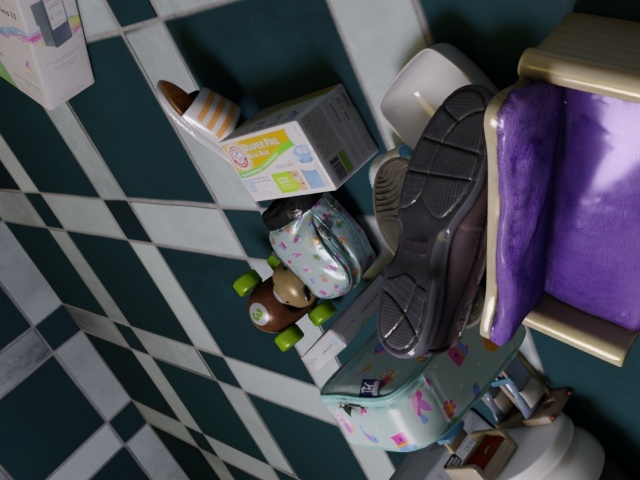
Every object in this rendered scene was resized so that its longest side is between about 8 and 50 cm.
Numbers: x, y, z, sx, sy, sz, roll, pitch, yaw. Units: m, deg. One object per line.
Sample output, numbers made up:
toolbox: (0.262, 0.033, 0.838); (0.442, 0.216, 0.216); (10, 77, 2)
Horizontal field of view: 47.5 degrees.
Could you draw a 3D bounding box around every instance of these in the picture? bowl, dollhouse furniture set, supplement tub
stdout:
bowl: (0.153, -0.156, 0.854); (0.142, 0.053, 0.142); (47, 147, 1)
dollhouse furniture set: (0.251, 0.250, 1.076); (0.129, 0.183, 0.129); (49, 149, -4)
supplement tub: (0.381, 0.404, 1.090); (0.272, 0.191, 0.191); (48, 149, -4)

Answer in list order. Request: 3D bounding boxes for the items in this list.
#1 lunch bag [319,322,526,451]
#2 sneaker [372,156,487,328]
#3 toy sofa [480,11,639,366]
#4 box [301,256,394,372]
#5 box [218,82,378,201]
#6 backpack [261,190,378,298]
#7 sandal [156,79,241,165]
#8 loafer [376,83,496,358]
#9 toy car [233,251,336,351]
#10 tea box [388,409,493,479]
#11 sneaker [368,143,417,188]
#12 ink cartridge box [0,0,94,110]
lunch bag: (0.135, 0.175, 1.037); (0.224, 0.279, 0.108); (-12, 113, 57)
sneaker: (0.143, 0.000, 0.906); (0.083, 0.118, 0.222); (-28, 84, 23)
toy sofa: (0.273, -0.027, 0.744); (0.150, 0.177, 0.363); (23, 141, 31)
box: (0.058, 0.114, 1.149); (0.038, 0.186, 0.145); (43, 148, 4)
box: (-0.037, -0.137, 1.055); (0.203, 0.103, 0.114); (-5, 123, 52)
backpack: (0.000, 0.000, 1.159); (0.182, 0.115, 0.152); (50, 146, -12)
sandal: (-0.144, -0.179, 1.159); (0.076, 0.102, 0.265); (-40, 121, 18)
loafer: (0.145, -0.015, 0.801); (0.109, 0.095, 0.303); (27, 104, 51)
toy car: (-0.057, 0.086, 1.256); (0.155, 0.149, 0.188); (52, 166, 9)
tea box: (0.253, 0.541, 1.268); (0.323, 0.329, 0.220); (43, 148, 4)
sneaker: (0.160, -0.027, 0.967); (0.092, 0.087, 0.229); (-20, 114, 48)
ink cartridge box: (-0.545, -0.436, 1.304); (0.207, 0.119, 0.354); (33, 147, 21)
